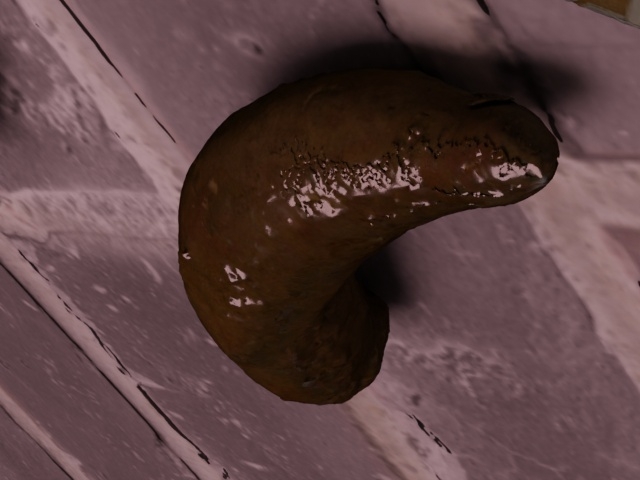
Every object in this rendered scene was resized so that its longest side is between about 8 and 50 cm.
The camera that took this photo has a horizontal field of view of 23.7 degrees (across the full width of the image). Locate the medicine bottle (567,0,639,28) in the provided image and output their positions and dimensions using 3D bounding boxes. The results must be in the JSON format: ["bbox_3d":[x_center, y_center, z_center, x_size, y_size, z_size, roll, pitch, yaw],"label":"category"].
[{"bbox_3d":[0.084,-0.095,0.469,0.083,0.047,0.047,25,152,20],"label":"medicine bottle"}]

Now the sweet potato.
[{"bbox_3d":[-0.004,0.000,0.676,0.124,0.098,0.310,16,153,-7],"label":"sweet potato"}]
